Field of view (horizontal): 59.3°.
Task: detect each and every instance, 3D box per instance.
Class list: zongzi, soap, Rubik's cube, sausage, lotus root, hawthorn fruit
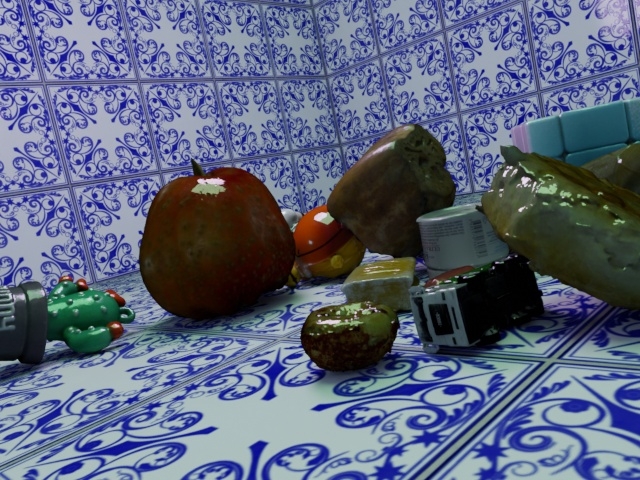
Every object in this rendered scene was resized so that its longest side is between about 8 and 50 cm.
[{"bbox_3d":[0.542,-0.090,1.155,0.356,0.174,0.393,-13,-17,30],"label":"zongzi"},{"bbox_3d":[0.128,0.090,1.144,0.140,0.073,0.232,-6,6,12],"label":"soap"},{"bbox_3d":[0.717,-0.195,1.522,0.322,0.315,0.319,-9,6,12],"label":"Rubik's cube"},{"bbox_3d":[0.230,0.087,0.978,0.076,0.076,0.141,-6,7,46],"label":"sausage"},{"bbox_3d":[0.216,-0.132,1.394,0.316,0.316,0.250,-16,-21,-34],"label":"lotus root"},{"bbox_3d":[-0.265,-0.011,1.395,0.403,0.402,0.403,-12,6,1],"label":"hawthorn fruit"}]

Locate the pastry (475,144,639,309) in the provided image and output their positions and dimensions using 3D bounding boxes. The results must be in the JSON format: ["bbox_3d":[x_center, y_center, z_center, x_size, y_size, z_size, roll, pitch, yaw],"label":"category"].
[{"bbox_3d":[0.387,-0.010,0.802,0.330,0.136,0.329,20,24,-10],"label":"pastry"}]

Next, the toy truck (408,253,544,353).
[{"bbox_3d":[0.238,0.086,0.846,0.243,0.101,0.125,-14,1,-42],"label":"toy truck"}]

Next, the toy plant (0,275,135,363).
[{"bbox_3d":[-0.619,0.184,1.272,0.400,0.185,0.280,2,1,-41],"label":"toy plant"}]

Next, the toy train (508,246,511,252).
[{"bbox_3d":[0.471,-0.022,1.458,0.086,0.089,0.409,-11,6,28],"label":"toy train"}]

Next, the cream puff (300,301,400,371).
[{"bbox_3d":[0.044,0.139,0.801,0.149,0.084,0.149,-9,8,1],"label":"cream puff"}]

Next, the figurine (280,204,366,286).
[{"bbox_3d":[-0.003,-0.004,1.578,0.323,0.196,0.320,6,44,41],"label":"figurine"}]

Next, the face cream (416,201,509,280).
[{"bbox_3d":[0.308,0.005,1.209,0.177,0.152,0.177,-13,5,1],"label":"face cream"}]

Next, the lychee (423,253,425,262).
[{"bbox_3d":[0.292,0.037,1.390,0.083,0.068,0.067,-18,-34,-23],"label":"lychee"}]
